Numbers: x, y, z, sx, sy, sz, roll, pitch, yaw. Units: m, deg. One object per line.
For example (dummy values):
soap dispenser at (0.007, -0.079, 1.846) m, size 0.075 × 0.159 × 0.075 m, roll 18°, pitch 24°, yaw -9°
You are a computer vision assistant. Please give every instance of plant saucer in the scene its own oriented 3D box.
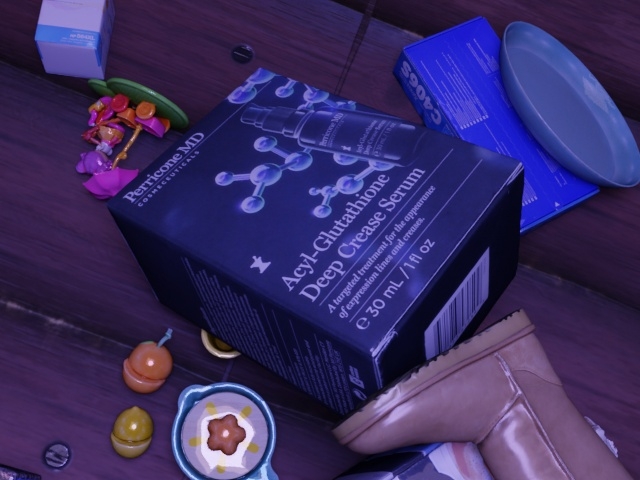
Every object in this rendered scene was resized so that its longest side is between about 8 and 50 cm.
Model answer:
plant saucer at (0.387, -0.208, 1.144) m, size 0.317 × 0.043 × 0.318 m, roll 24°, pitch 47°, yaw -28°

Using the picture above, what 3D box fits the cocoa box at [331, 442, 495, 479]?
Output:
cocoa box at (0.141, 0.339, 0.821) m, size 0.227 × 0.347 × 0.231 m, roll -28°, pitch 77°, yaw -18°

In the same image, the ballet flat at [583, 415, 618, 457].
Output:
ballet flat at (0.359, 0.444, 0.956) m, size 0.146 × 0.147 × 0.409 m, roll 6°, pitch 73°, yaw -7°

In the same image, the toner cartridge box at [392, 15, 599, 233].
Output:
toner cartridge box at (0.276, -0.180, 1.167) m, size 0.165 × 0.075 × 0.348 m, roll -25°, pitch 77°, yaw -16°

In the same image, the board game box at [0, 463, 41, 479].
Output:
board game box at (-0.514, 0.341, 0.826) m, size 0.290 × 0.141 × 0.232 m, roll 18°, pitch 69°, yaw -3°

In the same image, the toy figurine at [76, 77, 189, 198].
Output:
toy figurine at (-0.301, -0.138, 1.053) m, size 0.173 × 0.130 × 0.159 m, roll 20°, pitch 78°, yaw 21°

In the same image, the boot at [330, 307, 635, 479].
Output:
boot at (0.171, 0.219, 0.636) m, size 0.236 × 0.089 × 0.270 m, roll -26°, pitch 77°, yaw -18°

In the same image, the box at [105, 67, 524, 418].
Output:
box at (0.000, 0.000, 0.891) m, size 0.395 × 0.212 × 0.293 m, roll 25°, pitch 59°, yaw 29°

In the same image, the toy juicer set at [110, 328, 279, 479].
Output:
toy juicer set at (-0.160, 0.263, 0.937) m, size 0.209 × 0.089 × 0.329 m, roll -12°, pitch 74°, yaw -13°

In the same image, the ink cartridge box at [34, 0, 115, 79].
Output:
ink cartridge box at (-0.370, -0.335, 1.108) m, size 0.089 × 0.092 × 0.143 m, roll 6°, pitch 71°, yaw -7°
